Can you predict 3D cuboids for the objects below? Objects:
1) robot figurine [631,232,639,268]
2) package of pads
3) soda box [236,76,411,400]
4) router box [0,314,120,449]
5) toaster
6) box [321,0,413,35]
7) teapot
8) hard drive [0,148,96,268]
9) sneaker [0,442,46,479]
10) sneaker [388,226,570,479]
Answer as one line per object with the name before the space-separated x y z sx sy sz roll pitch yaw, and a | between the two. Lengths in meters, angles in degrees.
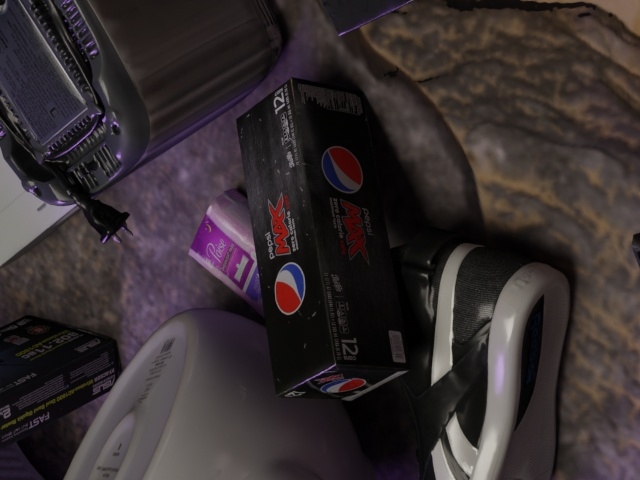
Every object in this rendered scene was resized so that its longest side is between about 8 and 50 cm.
robot figurine | 0.263 0.045 0.817 0.211 0.085 0.291 -10 109 44
package of pads | -0.038 0.012 1.106 0.083 0.032 0.050 40 133 16
soda box | 0.000 0.000 0.990 0.060 0.053 0.168 -32 59 47
router box | -0.214 0.097 1.249 0.092 0.122 0.038 13 117 36
toaster | -0.122 -0.125 1.011 0.129 0.146 0.227 -33 91 48
box | 0.037 -0.152 0.922 0.083 0.052 0.062 -21 100 45
teapot | -0.052 0.177 1.106 0.187 0.256 0.252 28 117 -16
hard drive | -0.250 -0.145 1.193 0.203 0.040 0.307 -33 92 47
sneaker | -0.280 0.218 1.403 0.282 0.102 0.161 47 140 9
sneaker | 0.070 0.090 1.032 0.121 0.079 0.216 26 122 33
